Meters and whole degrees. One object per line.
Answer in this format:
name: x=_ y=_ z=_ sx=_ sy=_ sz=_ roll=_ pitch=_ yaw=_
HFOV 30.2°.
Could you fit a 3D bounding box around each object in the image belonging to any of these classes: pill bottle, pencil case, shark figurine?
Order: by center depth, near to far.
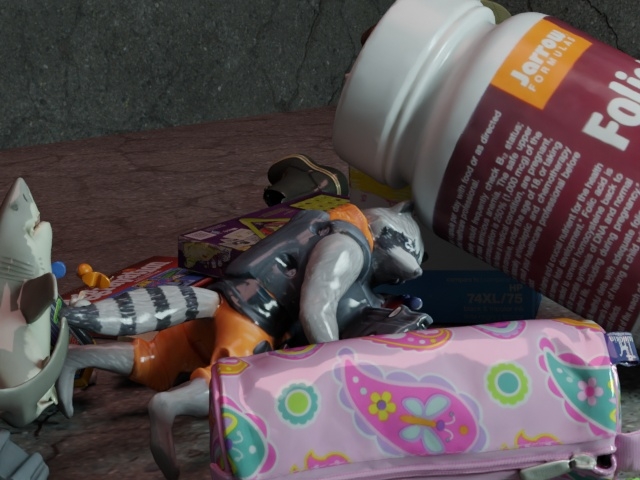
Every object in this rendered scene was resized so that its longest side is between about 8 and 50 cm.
pencil case: x=0.067 y=0.123 z=0.800 sx=0.284 sy=0.124 sz=0.124 roll=-4 pitch=12 yaw=-3
shark figurine: x=-0.241 y=0.082 z=0.845 sx=0.116 sy=0.166 sz=0.278 roll=0 pitch=25 yaw=-13
pill bottle: x=0.223 y=-0.065 z=1.058 sx=0.392 sy=0.224 sz=0.224 roll=30 pitch=23 yaw=16

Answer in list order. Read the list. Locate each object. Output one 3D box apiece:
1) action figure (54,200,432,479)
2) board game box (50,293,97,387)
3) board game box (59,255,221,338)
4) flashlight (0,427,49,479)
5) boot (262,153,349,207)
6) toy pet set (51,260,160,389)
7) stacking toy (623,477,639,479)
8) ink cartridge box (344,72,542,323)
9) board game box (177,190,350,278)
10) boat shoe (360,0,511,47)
action figure: x=-0.027 y=0.060 z=0.972 sx=0.330 sy=0.178 sz=0.341 roll=-30 pitch=12 yaw=-30
board game box: x=-0.302 y=0.078 z=1.034 sx=0.170 sy=0.141 sz=0.048 roll=-8 pitch=48 yaw=19
board game box: x=-0.208 y=0.062 z=1.405 sx=0.145 sy=0.027 sz=0.281 roll=1 pitch=12 yaw=23
flashlight: x=-0.234 y=0.183 z=0.649 sx=0.103 sy=0.103 sz=0.304 roll=2 pitch=13 yaw=1
boot: x=-0.065 y=-0.095 z=2.022 sx=0.137 sy=0.077 sz=0.198 roll=-18 pitch=17 yaw=-34
toy pet set: x=-0.203 y=0.078 z=1.117 sx=0.114 sy=0.122 sz=0.065 roll=16 pitch=19 yaw=-4
stacking toy: x=0.192 y=0.185 z=0.647 sx=0.167 sy=0.052 sz=0.221 roll=-11 pitch=13 yaw=-33
ink cartridge box: x=0.146 y=-0.063 z=1.313 sx=0.197 sy=0.270 sz=0.198 roll=0 pitch=13 yaw=15
board game box: x=0.000 y=0.000 z=1.527 sx=0.208 sy=0.056 sz=0.347 roll=8 pitch=15 yaw=29
boat shoe: x=0.124 y=-0.223 z=1.261 sx=0.178 sy=0.064 sz=0.060 roll=-12 pitch=18 yaw=-27
